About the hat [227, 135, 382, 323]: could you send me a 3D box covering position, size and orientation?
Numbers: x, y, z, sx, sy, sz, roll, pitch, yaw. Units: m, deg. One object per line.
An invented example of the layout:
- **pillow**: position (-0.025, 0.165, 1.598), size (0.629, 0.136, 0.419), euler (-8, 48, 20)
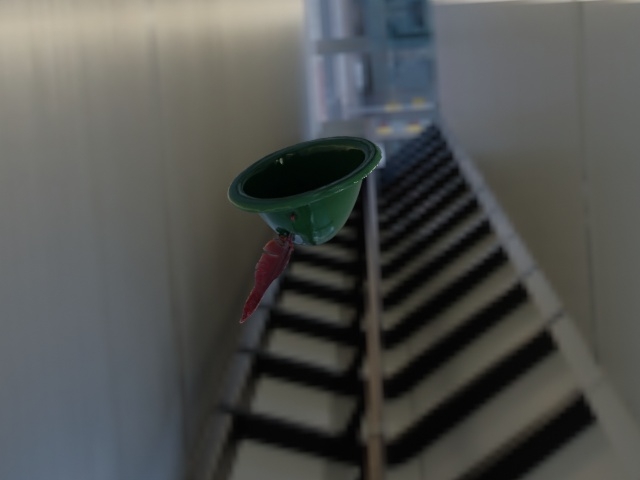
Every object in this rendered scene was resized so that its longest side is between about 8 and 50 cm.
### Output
- **hat**: position (0.000, 0.000, 1.961), size (0.208, 0.173, 0.184), euler (23, -44, 59)
